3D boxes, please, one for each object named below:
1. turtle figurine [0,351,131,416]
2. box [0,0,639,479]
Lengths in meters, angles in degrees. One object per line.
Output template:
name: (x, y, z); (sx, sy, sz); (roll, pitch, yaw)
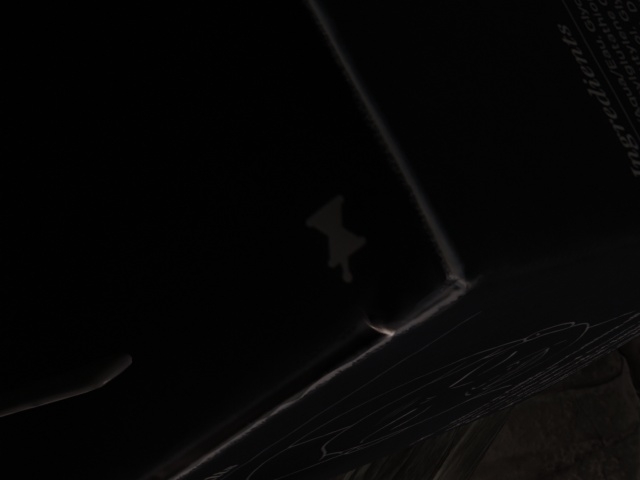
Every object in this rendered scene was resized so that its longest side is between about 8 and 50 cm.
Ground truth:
turtle figurine: (-0.262, 0.016, 0.494); (0.266, 0.275, 0.198); (-42, 125, -23)
box: (0.030, -0.035, 0.687); (0.395, 0.212, 0.293); (-13, 162, -49)
